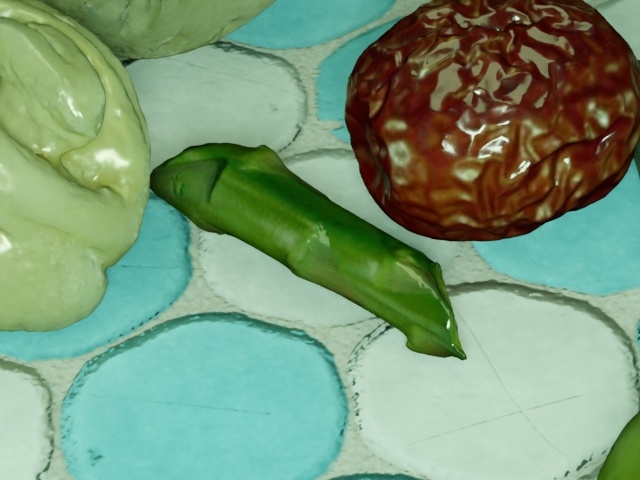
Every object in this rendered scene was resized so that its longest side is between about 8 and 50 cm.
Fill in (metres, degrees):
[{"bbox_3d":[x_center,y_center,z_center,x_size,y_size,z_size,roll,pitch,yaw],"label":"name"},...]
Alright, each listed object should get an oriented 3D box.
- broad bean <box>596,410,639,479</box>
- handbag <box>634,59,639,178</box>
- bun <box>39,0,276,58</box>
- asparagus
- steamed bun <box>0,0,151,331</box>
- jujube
[{"bbox_3d":[0.285,0.203,1.264,0.238,0.119,0.291,-3,48,26],"label":"broad bean"},{"bbox_3d":[0.389,-0.086,1.623,0.247,0.079,0.260,-9,41,-2],"label":"handbag"},{"bbox_3d":[-0.193,-0.332,1.791,0.326,0.362,0.234,-32,17,12],"label":"bun"},{"bbox_3d":[0.000,0.001,1.585,0.343,0.082,0.085,27,48,31],"label":"asparagus"},{"bbox_3d":[-0.323,-0.089,1.629,0.324,0.230,0.372,-28,48,-13],"label":"steamed bun"},{"bbox_3d":[0.145,-0.111,1.605,0.232,0.213,0.213,-16,42,-12],"label":"jujube"}]
